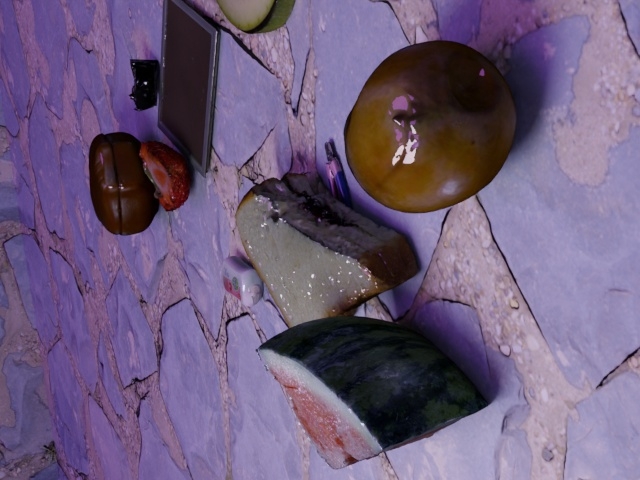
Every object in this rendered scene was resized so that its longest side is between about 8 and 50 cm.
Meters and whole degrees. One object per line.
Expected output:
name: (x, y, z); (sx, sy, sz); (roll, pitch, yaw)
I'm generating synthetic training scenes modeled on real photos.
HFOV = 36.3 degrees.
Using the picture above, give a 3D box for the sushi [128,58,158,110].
sushi: (-0.351, -0.305, 1.949); (0.083, 0.056, 0.084); (-113, 27, -45)

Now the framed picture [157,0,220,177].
framed picture: (-0.247, -0.297, 1.824); (0.232, 0.019, 0.296); (46, 138, 43)

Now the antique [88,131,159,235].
antique: (-0.415, -0.117, 2.048); (0.278, 0.129, 0.223); (124, 135, -66)

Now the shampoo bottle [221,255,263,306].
shampoo bottle: (-0.139, 0.075, 1.742); (0.099, 0.043, 0.072); (30, 126, 54)

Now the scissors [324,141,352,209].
scissors: (0.023, -0.089, 1.419); (0.039, 0.012, 0.113); (-15, 88, 62)

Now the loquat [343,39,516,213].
loquat: (0.115, -0.120, 1.080); (0.227, 0.179, 0.179); (-41, 65, 61)

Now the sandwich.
sandwich: (-0.004, 0.002, 1.393); (0.254, 0.100, 0.288); (66, 150, 10)

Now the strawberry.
strawberry: (-0.293, -0.135, 1.876); (0.146, 0.082, 0.187); (60, 166, -9)

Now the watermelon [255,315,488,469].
watermelon: (0.070, 0.220, 1.245); (0.262, 0.213, 0.201); (35, 130, 52)

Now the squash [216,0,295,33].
squash: (-0.104, -0.442, 1.486); (0.252, 0.049, 0.252); (28, 125, 52)
